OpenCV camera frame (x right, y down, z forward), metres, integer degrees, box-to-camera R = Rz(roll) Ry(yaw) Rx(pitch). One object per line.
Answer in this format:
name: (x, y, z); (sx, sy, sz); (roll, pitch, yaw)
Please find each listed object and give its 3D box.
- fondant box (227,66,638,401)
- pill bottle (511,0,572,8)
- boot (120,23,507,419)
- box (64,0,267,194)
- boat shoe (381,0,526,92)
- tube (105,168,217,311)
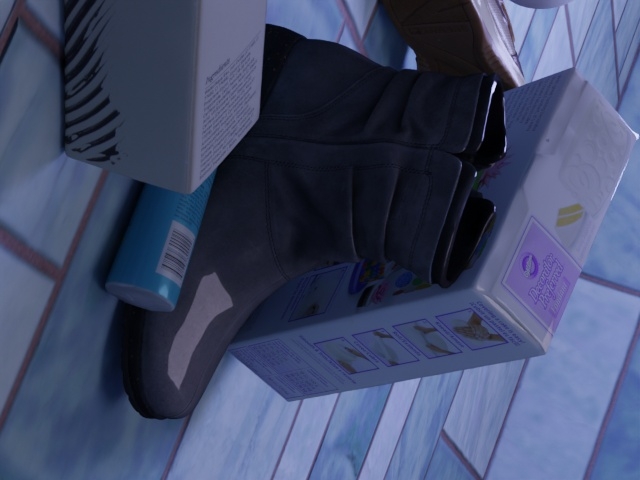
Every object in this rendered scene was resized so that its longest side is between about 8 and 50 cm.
fondant box: (0.088, 0.003, 1.449); (0.330, 0.096, 0.238); (-18, -143, 50)
pill bottle: (0.209, -0.345, 1.666); (0.153, 0.153, 0.265); (-68, 160, -15)
boot: (0.000, 0.000, 1.269); (0.118, 0.222, 0.338); (48, 61, -68)
box: (-0.090, -0.174, 1.016); (0.113, 0.094, 0.275); (-53, 155, -50)
boat shoe: (0.149, -0.216, 1.724); (0.342, 0.123, 0.123); (56, 41, -53)
tube: (-0.098, -0.052, 1.220); (0.080, 0.052, 0.207); (79, 27, -69)
